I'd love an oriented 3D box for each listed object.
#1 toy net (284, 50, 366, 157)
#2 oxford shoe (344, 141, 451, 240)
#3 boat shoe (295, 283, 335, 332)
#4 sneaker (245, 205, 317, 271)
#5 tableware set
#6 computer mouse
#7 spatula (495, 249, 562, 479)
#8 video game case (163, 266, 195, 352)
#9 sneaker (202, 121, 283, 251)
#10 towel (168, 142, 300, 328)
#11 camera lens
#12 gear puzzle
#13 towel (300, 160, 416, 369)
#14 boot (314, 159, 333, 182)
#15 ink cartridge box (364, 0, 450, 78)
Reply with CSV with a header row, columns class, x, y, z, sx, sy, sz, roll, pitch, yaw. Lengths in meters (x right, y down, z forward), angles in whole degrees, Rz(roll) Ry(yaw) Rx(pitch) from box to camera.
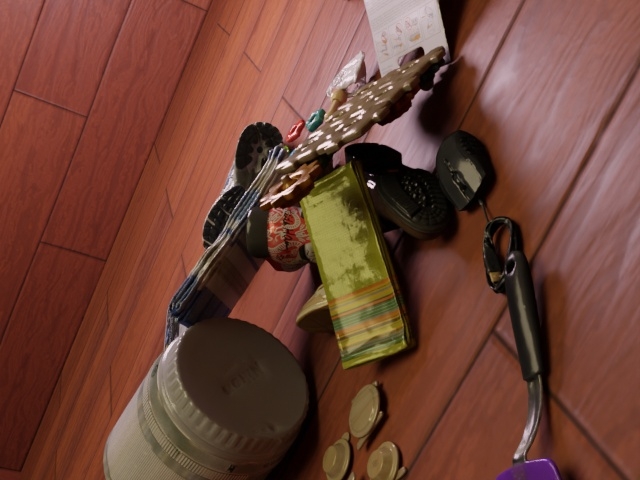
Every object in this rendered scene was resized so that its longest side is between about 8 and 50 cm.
class,x,y,z,sx,sy,sz,roll,pitch,yaw
toy net,0.010,-0.199,1.315,0.232,0.045,0.122,-56,23,0
oxford shoe,0.096,-0.044,1.012,0.227,0.083,0.096,-126,33,-60
boat shoe,0.030,0.070,1.075,0.170,0.063,0.059,-35,38,41
sneaker,0.000,0.001,1.158,0.270,0.145,0.090,23,-110,-77
tableware set,0.044,0.256,0.939,0.141,0.020,0.168,-57,25,25
computer mouse,0.162,-0.040,0.876,0.071,0.041,0.242,-55,28,32
spatula,0.180,0.139,0.704,0.084,0.030,0.296,-45,34,51
video game case,-0.305,0.179,1.803,0.173,0.022,0.190,-52,30,37
sneaker,-0.141,-0.088,1.571,0.122,0.110,0.283,-127,60,-85
towel,-0.114,0.010,1.189,0.285,0.034,0.209,-58,-13,-9
camera lens,-0.165,0.268,1.145,0.274,0.219,0.219,-55,27,34
gear puzzle,0.041,-0.130,1.012,0.175,0.044,0.339,-19,22,46
towel,0.037,0.029,0.975,0.102,0.021,0.237,-26,71,32
boot,-0.012,-0.065,1.313,0.106,0.037,0.114,-44,39,52
ink cartridge box,0.126,-0.349,1.149,0.189,0.066,0.232,-7,102,66
